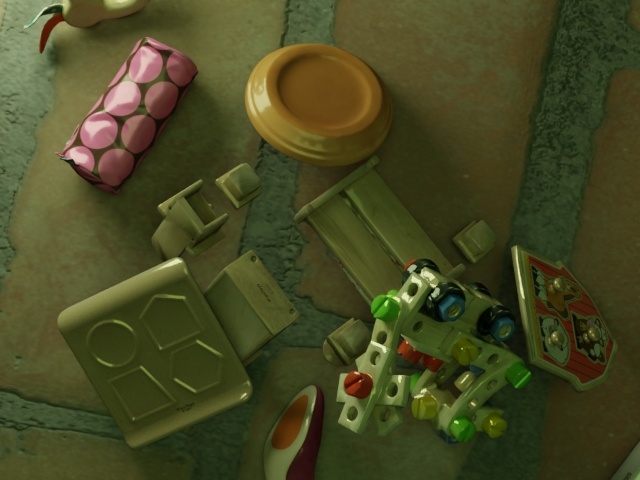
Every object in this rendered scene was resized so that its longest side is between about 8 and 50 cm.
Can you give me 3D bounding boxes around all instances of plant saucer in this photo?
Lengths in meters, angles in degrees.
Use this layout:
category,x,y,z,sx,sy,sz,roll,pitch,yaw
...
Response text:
category,x,y,z,sx,sy,sz,roll,pitch,yaw
plant saucer,0.001,-0.187,1.537,0.200,0.037,0.200,7,55,-10

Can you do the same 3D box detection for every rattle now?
category,x,y,z,sx,sy,sz,roll,pitch,yaw
rattle,-0.317,-0.358,1.565,0.200,0.130,0.143,-30,76,22

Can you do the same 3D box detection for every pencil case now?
category,x,y,z,sx,sy,sz,roll,pitch,yaw
pencil case,-0.255,-0.169,1.547,0.098,0.095,0.209,32,83,20

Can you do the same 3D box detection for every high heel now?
category,x,y,z,sx,sy,sz,roll,pitch,yaw
high heel,-0.018,0.320,1.547,0.117,0.082,0.244,28,69,-32

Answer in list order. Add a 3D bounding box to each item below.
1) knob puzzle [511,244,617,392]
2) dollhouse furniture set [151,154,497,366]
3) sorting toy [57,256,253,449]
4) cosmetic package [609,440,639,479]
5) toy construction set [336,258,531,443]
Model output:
category,x,y,z,sx,sy,sz,roll,pitch,yaw
knob puzzle,0.333,0.107,1.529,0.030,0.213,0.213,-33,88,38
dollhouse furniture set,0.000,0.000,1.567,0.355,0.174,0.303,-36,87,-29
sorting toy,-0.212,0.146,1.521,0.193,0.038,0.208,-25,100,11
cosmetic package,0.511,0.356,1.555,0.231,0.085,0.117,39,85,2
toy construction set,0.134,0.149,1.427,0.151,0.328,0.215,42,104,33
